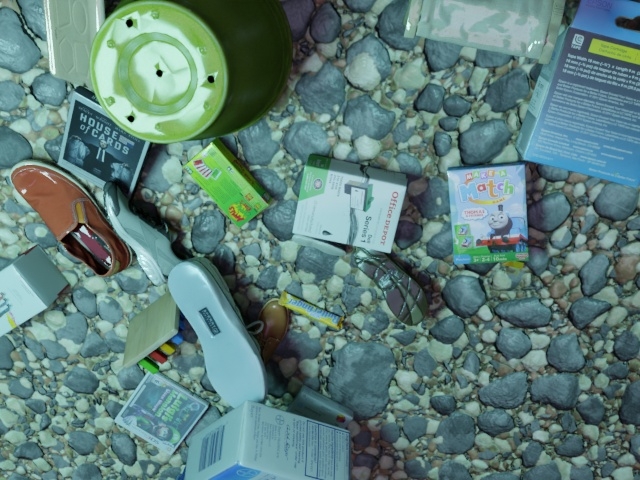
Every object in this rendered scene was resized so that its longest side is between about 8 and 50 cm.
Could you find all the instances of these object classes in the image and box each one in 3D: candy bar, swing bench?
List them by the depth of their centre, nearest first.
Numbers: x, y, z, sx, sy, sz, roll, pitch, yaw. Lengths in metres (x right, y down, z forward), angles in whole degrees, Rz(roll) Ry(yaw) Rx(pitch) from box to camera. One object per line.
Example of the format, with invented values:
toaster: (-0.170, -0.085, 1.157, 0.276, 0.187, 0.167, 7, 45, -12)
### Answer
swing bench: (0.289, -0.436, 1.341, 0.253, 0.254, 0.165, 11, 112, 0)
candy bar: (-0.020, 0.163, 1.721, 0.161, 0.040, 0.018, 24, 139, -5)

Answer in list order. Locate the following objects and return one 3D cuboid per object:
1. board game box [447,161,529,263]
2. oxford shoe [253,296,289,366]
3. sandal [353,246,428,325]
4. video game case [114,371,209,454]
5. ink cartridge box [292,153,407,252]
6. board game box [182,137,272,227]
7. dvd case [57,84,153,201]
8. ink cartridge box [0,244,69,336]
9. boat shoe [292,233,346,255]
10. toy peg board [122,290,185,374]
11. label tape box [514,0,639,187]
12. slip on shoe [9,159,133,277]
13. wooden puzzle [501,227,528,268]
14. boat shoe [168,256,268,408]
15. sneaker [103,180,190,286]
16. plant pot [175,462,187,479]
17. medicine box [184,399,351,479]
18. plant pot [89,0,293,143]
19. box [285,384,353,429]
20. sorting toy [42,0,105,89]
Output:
board game box: (0.359, -0.057, 1.587, 0.160, 0.039, 0.211, -4, 107, 13)
oxford shoe: (-0.127, 0.233, 1.737, 0.076, 0.076, 0.212, 20, 108, 0)
sandal: (0.160, 0.093, 1.670, 0.219, 0.060, 0.090, 46, 103, 3)
video game case: (-0.400, 0.432, 1.867, 0.173, 0.022, 0.190, 34, 110, -8)
ink cartridge box: (0.064, -0.078, 1.587, 0.219, 0.092, 0.160, 11, 112, 1)
board game box: (-0.201, -0.125, 1.616, 0.092, 0.043, 0.181, -36, 104, 23)
dvd case: (-0.454, -0.196, 1.566, 0.179, 0.029, 0.238, 29, 139, -6)
ink cartridge box: (-0.706, 0.120, 1.715, 0.176, 0.128, 0.127, -29, 106, 16)
boat shoe: (0.000, 0.000, 1.653, 0.125, 0.038, 0.046, 17, 155, -1)
toy peg board: (-0.365, 0.215, 1.715, 0.161, 0.161, 0.079, -36, 122, 16)
label tape box: (0.556, -0.296, 1.451, 0.241, 0.106, 0.333, 15, 112, 0)
slip on shoe: (-0.557, -0.047, 1.652, 0.123, 0.101, 0.331, -38, 102, 19)
wooden puzzle: (0.420, 0.006, 1.632, 0.079, 0.014, 0.116, 4, 111, -1)
boat shoe: (-0.213, 0.202, 1.684, 0.136, 0.156, 0.367, -28, 94, 18)
sneaker: (-0.390, -0.027, 1.646, 0.108, 0.100, 0.271, -29, 120, 2)
plant pot: (-0.264, 0.655, 1.835, 0.236, 0.236, 0.212, 33, 116, -9)
medicine box: (-0.119, 0.506, 1.685, 0.289, 0.149, 0.263, 24, 138, -26)
plant pot: (-0.252, -0.332, 1.377, 0.366, 0.353, 0.366, 2, 112, 4)
box: (-0.028, 0.464, 1.838, 0.145, 0.038, 0.186, 29, 112, -7)
sorting toy: (-0.487, -0.410, 1.492, 0.208, 0.038, 0.193, 21, 119, 40)
